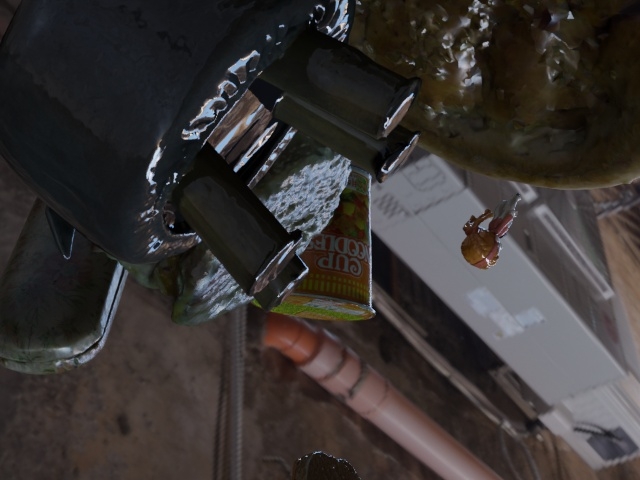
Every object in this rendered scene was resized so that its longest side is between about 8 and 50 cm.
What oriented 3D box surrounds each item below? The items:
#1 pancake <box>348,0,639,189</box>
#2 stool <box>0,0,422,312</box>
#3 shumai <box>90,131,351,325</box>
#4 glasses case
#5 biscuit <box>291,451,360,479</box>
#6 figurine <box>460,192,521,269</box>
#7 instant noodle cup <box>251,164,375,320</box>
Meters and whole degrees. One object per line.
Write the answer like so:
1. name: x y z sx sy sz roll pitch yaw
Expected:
1. pancake: 0.081 -0.186 0.564 0.382 0.382 0.071 1 -135 43
2. stool: -0.033 -0.071 0.402 0.153 0.139 0.228 -42 167 -49
3. shumai: -0.109 -0.061 1.016 0.272 0.222 0.203 -36 -109 -25
4. glasses case: -0.343 0.014 1.380 0.156 0.098 0.425 -1 -140 5
5. biscuit: 0.012 0.387 1.405 0.050 0.170 0.170 -27 -139 24
6. figurine: 0.184 -0.015 1.065 0.064 0.047 0.109 -34 -165 51
7. instant noodle cup: 0.000 0.000 1.283 0.168 0.168 0.185 -4 -108 41
